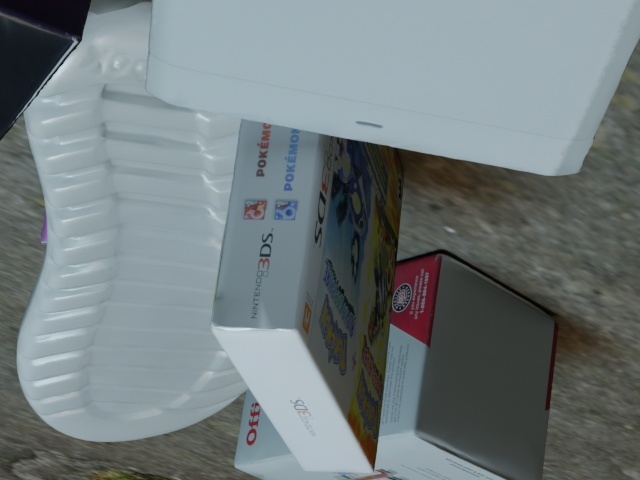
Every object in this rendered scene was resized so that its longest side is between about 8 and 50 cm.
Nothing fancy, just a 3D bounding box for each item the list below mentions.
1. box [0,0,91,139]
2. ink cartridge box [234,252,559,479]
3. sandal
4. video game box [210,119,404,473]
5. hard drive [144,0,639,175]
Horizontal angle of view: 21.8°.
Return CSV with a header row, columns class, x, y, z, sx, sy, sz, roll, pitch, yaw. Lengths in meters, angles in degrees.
class,x,y,z,sx,sy,sz,roll,pitch,yaw
box,-0.196,-0.169,0.553,0.261,0.184,0.103,19,151,-22
ink cartridge box,0.050,0.104,1.127,0.127,0.128,0.176,28,150,-37
sandal,-0.093,-0.015,0.970,0.169,0.102,0.416,-2,145,-12
video game box,0.000,0.000,0.848,0.048,0.187,0.205,3,155,14
hard drive,0.042,-0.144,0.636,0.203,0.040,0.307,10,146,-3
